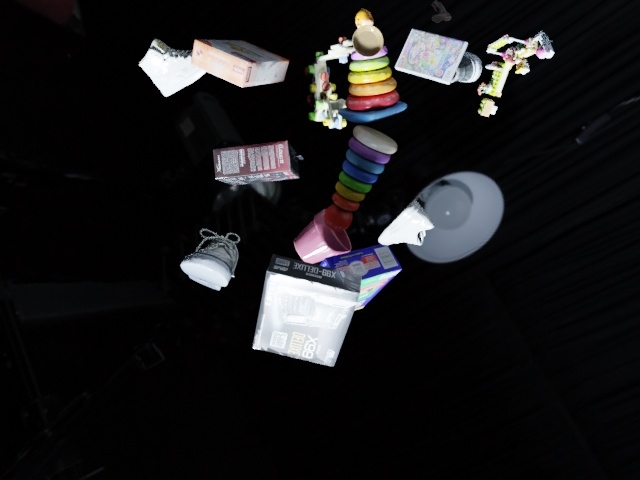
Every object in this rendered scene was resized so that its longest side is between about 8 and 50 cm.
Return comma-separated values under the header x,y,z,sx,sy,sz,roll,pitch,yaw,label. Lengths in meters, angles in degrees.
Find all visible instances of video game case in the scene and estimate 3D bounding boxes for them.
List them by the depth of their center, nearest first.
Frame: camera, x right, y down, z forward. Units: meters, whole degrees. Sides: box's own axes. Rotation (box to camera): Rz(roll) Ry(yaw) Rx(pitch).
x,y,z,sx,sy,sz,roll,pitch,yaw,label
0.223,-0.374,0.965,0.122,0.087,0.011,26,-175,25,video game case

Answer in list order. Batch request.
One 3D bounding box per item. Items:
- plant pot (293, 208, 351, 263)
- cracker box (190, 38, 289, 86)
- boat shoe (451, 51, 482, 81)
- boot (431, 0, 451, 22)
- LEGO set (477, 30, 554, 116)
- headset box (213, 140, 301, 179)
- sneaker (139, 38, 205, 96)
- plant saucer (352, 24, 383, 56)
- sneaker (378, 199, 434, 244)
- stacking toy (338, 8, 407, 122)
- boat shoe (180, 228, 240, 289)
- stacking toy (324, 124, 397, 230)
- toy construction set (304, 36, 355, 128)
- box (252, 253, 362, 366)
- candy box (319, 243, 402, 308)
x,y,z,sx,sy,sz,roll,pitch,yaw,label
0.000,0.000,1.949,0.201,0.180,0.201,51,-162,-24,plant pot
-0.203,-0.466,1.243,0.156,0.067,0.232,27,-151,11,cracker box
0.374,-0.600,1.578,0.335,0.119,0.121,38,134,48,boat shoe
0.509,-1.012,2.096,0.107,0.037,0.114,-11,-114,-26,boot
0.517,-0.491,1.370,0.107,0.287,0.132,1,-116,-25,LEGO set
-0.208,-0.275,1.714,0.218,0.294,0.110,-7,-89,-84,headset box
-0.495,-0.623,1.632,0.169,0.293,0.108,48,-143,-35,sneaker
0.125,-0.530,1.273,0.083,0.083,0.015,57,177,-8,plant saucer
0.219,-0.018,1.220,0.094,0.080,0.212,42,158,4,sneaker
0.141,-0.510,1.388,0.175,0.166,0.301,26,133,50,stacking toy
-0.284,0.041,1.315,0.136,0.156,0.367,23,165,-5,boat shoe
0.101,-0.177,1.464,0.141,0.330,0.141,22,-156,-10,stacking toy
0.029,-0.567,1.730,0.151,0.327,0.215,7,-174,-19,toy construction set
-0.043,0.198,1.298,0.243,0.307,0.076,14,-143,-2,box
0.087,0.157,1.679,0.268,0.317,0.122,-12,-114,-31,candy box
